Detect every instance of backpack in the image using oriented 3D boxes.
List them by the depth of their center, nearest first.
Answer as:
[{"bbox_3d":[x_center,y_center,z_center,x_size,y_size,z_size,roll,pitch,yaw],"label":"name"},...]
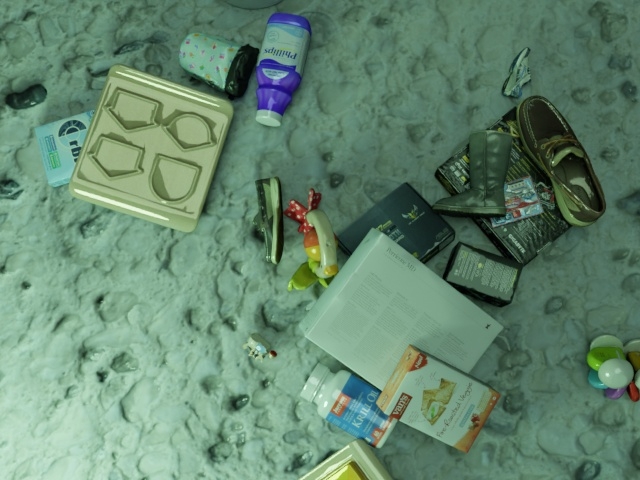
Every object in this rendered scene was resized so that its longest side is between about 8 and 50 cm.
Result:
[{"bbox_3d":[-0.265,-0.458,1.899,0.182,0.115,0.151,24,94,12],"label":"backpack"}]

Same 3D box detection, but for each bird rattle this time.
[{"bbox_3d":[0.000,0.000,1.780,0.143,0.207,0.253,0,89,-17],"label":"bird rattle"}]

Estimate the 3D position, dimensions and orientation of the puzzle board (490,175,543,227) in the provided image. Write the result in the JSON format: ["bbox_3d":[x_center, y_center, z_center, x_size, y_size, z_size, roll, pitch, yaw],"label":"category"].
[{"bbox_3d":[0.459,-0.094,1.794,0.128,0.011,0.096,-17,80,-2],"label":"puzzle board"}]

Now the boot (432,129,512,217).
[{"bbox_3d":[0.362,-0.160,1.778,0.190,0.076,0.208,2,82,1],"label":"boot"}]

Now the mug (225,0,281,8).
[{"bbox_3d":[-0.192,-0.822,1.858,0.277,0.328,0.373,-13,80,-1],"label":"mug"}]

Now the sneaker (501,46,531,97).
[{"bbox_3d":[0.513,-0.427,1.914,0.058,0.052,0.135,23,89,-4],"label":"sneaker"}]

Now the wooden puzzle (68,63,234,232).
[{"bbox_3d":[-0.416,-0.226,1.868,0.322,0.080,0.347,18,85,-7],"label":"wooden puzzle"}]

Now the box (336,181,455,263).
[{"bbox_3d":[0.180,-0.006,1.814,0.233,0.059,0.183,-37,66,-9],"label":"box"}]

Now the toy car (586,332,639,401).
[{"bbox_3d":[0.706,0.309,1.739,0.182,0.159,0.136,8,117,3],"label":"toy car"}]

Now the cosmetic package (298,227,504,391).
[{"bbox_3d":[0.185,0.195,1.703,0.377,0.097,0.284,38,92,-15],"label":"cosmetic package"}]

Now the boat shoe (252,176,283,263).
[{"bbox_3d":[-0.131,-0.049,1.849,0.074,0.080,0.223,-3,74,7],"label":"boat shoe"}]

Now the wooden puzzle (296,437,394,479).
[{"bbox_3d":[0.064,0.601,1.702,0.239,0.044,0.221,-41,80,19],"label":"wooden puzzle"}]

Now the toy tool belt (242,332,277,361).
[{"bbox_3d":[-0.148,0.267,1.810,0.083,0.052,0.051,41,115,11],"label":"toy tool belt"}]

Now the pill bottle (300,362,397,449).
[{"bbox_3d":[0.069,0.378,1.740,0.222,0.124,0.124,28,82,6],"label":"pill bottle"}]

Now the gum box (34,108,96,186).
[{"bbox_3d":[-0.618,-0.239,1.912,0.185,0.041,0.156,-17,80,-3],"label":"gum box"}]

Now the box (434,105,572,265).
[{"bbox_3d":[0.481,-0.129,1.843,0.257,0.079,0.322,-39,81,-7],"label":"box"}]

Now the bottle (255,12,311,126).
[{"bbox_3d":[-0.104,-0.434,1.905,0.118,0.092,0.282,11,81,10],"label":"bottle"}]

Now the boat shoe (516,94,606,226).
[{"bbox_3d":[0.571,-0.199,1.752,0.123,0.123,0.341,-20,80,-2],"label":"boat shoe"}]

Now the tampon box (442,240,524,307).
[{"bbox_3d":[0.383,0.082,1.785,0.161,0.120,0.101,20,82,5],"label":"tampon box"}]

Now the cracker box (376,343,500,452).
[{"bbox_3d":[0.263,0.352,1.665,0.232,0.067,0.155,28,92,-16],"label":"cracker box"}]
